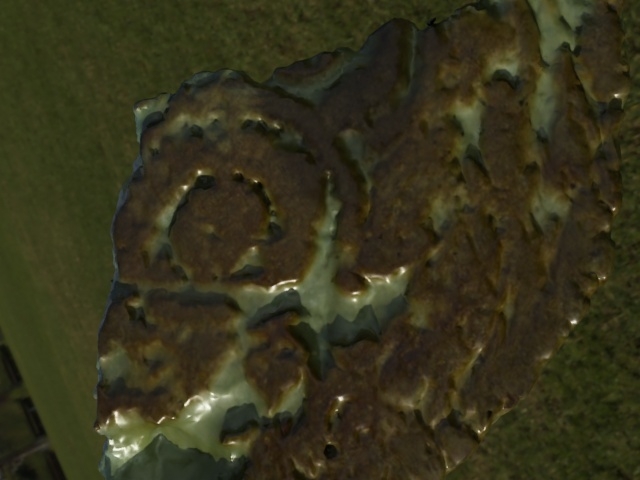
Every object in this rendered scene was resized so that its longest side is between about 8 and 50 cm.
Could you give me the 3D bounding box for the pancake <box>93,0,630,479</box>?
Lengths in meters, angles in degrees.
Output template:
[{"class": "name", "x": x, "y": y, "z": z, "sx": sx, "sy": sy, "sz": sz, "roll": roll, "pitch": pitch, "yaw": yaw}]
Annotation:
[{"class": "pancake", "x": 0.002, "y": 0.002, "z": 0.365, "sx": 0.197, "sy": 0.376, "sz": 0.054, "roll": 39, "pitch": 178, "yaw": 13}]
